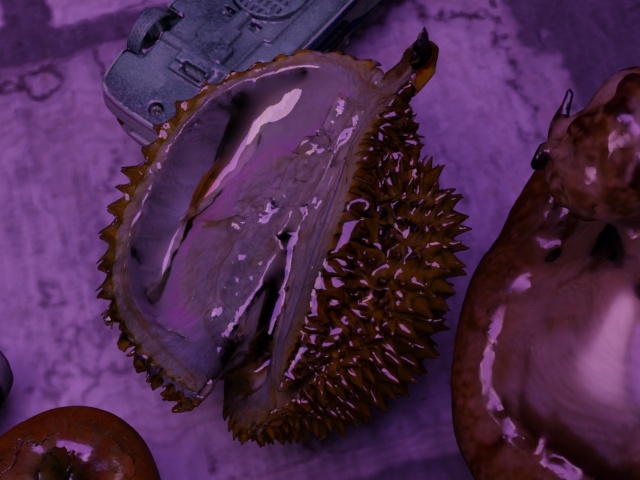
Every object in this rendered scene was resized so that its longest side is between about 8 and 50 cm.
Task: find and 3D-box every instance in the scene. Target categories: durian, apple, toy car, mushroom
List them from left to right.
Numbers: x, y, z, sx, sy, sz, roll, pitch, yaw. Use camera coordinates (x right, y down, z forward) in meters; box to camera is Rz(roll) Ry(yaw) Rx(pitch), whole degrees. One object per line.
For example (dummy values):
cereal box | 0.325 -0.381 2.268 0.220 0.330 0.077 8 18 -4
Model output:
apple | -0.140 0.144 0.960 0.099 0.102 0.114 20 58 0
toy car | -0.032 -0.131 1.100 0.090 0.076 0.224 33 62 20
durian | 0.000 0.000 0.989 0.237 0.138 0.193 -48 55 -1
mushroom | 0.196 0.050 0.932 0.267 0.254 0.267 0 90 8

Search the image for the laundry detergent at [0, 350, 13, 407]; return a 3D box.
laundry detergent | -0.245 0.142 0.952 0.099 0.070 0.225 17 50 2
